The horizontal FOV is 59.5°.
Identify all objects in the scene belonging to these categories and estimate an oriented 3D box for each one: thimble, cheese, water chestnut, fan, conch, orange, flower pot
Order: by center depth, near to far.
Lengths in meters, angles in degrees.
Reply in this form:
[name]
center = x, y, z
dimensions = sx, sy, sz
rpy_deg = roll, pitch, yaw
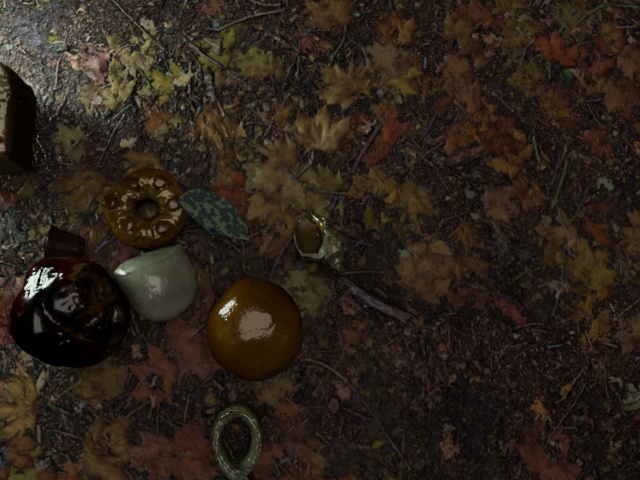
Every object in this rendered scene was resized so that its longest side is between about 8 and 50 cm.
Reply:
[water chestnut]
center = -0.621, 0.181, 1.389
dimensions = 0.289, 0.244, 0.289
rpy_deg = -6, 103, -30
[thimble]
center = -0.213, 0.514, 1.436
dimensions = 0.137, 0.143, 0.191
rpy_deg = -4, 79, -11
[orange]
center = -0.166, 0.232, 1.450
dimensions = 0.264, 0.264, 0.264
rpy_deg = 2, 79, -10
[cheese]
center = -0.413, 0.114, 1.465
dimensions = 0.198, 0.154, 0.189
rpy_deg = -25, 91, -39
[flower pot]
center = -0.673, 0.019, 1.479
dimensions = 0.089, 0.111, 0.111
rpy_deg = 11, 77, -20
[fan]
center = -0.290, -0.071, 1.555
dimensions = 0.240, 0.009, 0.131
rpy_deg = 31, 53, -32
[conch]
center = 0.000, 0.000, 1.582
dimensions = 0.155, 0.130, 0.207
rpy_deg = -4, 59, -41

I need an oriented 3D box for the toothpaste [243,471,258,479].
[toothpaste]
center = -0.136, 0.745, 1.447
dimensions = 0.089, 0.071, 0.313
rpy_deg = -35, 87, -10

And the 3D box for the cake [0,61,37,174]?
[cake]
center = -0.894, -0.298, 1.414
dimensions = 0.290, 0.282, 0.256
rpy_deg = 2, 85, -14

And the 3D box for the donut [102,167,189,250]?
[donut]
center = -0.470, -0.080, 1.523
dimensions = 0.226, 0.114, 0.227
rpy_deg = 2, 78, -10
